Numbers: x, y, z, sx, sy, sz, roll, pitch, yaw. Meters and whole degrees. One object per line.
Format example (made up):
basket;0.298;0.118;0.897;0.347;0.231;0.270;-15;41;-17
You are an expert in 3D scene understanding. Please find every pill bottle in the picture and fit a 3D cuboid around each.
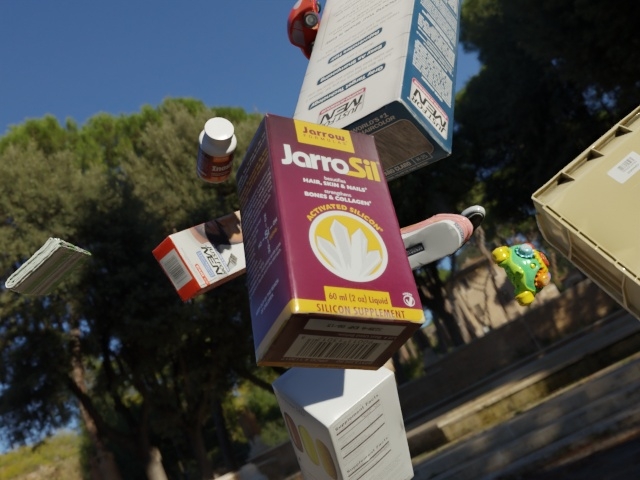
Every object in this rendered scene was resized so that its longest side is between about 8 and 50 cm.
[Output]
pill bottle;-0.239;-0.207;1.580;0.086;0.086;0.152;-20;-26;-24

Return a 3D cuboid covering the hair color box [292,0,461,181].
hair color box;0.078;-0.228;0.885;0.174;0.347;0.105;-22;-49;37

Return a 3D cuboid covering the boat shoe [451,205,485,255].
boat shoe;0.305;-0.017;1.466;0.049;0.040;0.142;18;-43;-16

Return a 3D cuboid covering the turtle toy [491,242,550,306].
turtle toy;0.312;0.042;1.041;0.066;0.095;0.130;-31;-8;18

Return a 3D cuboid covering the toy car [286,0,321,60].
toy car;-0.039;-0.387;0.942;0.053;0.224;0.239;-6;-19;9

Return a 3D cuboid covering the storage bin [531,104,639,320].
storage bin;0.507;-0.046;1.040;0.262;0.260;0.123;-40;-40;0

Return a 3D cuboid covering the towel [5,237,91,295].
towel;-0.456;0.046;1.156;0.113;0.023;0.152;-43;-6;-6

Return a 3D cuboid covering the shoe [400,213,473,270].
shoe;0.125;0.011;0.964;0.178;0.063;0.081;-20;1;29

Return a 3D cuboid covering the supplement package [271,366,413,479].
supplement package;0.039;0.298;1.075;0.134;0.139;0.244;-34;-52;-27

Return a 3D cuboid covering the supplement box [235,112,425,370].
supplement box;0.000;0.000;0.542;0.104;0.188;0.081;7;-39;-24

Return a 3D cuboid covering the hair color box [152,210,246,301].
hair color box;-0.167;0.021;1.067;0.053;0.093;0.167;-36;-5;34
